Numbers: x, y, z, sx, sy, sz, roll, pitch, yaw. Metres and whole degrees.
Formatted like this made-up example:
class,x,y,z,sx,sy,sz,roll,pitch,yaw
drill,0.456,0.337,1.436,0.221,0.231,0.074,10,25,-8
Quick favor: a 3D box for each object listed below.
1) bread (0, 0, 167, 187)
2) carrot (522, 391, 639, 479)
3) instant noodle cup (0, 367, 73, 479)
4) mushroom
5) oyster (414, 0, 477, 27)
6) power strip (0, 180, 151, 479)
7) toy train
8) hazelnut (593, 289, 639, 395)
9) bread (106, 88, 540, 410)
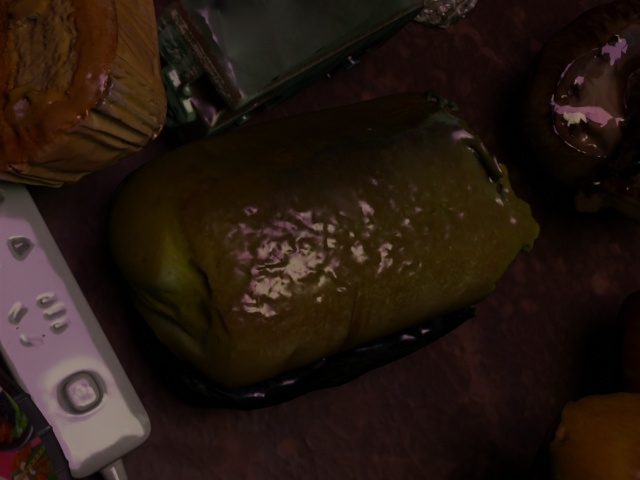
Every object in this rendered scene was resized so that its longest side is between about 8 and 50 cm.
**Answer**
class,x,y,z,sx,sy,sz,roll,pitch,yaw
bread,-0.226,-0.183,0.983,0.119,0.152,0.288,32,38,-53
carrot,0.267,0.312,1.033,0.241,0.341,0.241,14,24,-7
instant noodle cup,-0.294,0.191,0.811,0.181,0.258,0.302,-32,123,-46
mushroom,0.345,-0.129,1.258,0.263,0.195,0.283,34,44,-5
oyster,0.129,-0.287,1.292,0.098,0.037,0.100,48,59,-6
power strip,-0.258,0.039,0.969,0.091,0.062,0.385,-27,86,-28
toy train,-0.032,-0.211,1.116,0.326,0.159,0.129,-33,92,-33
hazelnut,0.391,0.162,1.176,0.229,0.229,0.229,9,69,-25
bread,0.000,0.000,1.043,0.376,0.208,0.251,-16,77,-27
